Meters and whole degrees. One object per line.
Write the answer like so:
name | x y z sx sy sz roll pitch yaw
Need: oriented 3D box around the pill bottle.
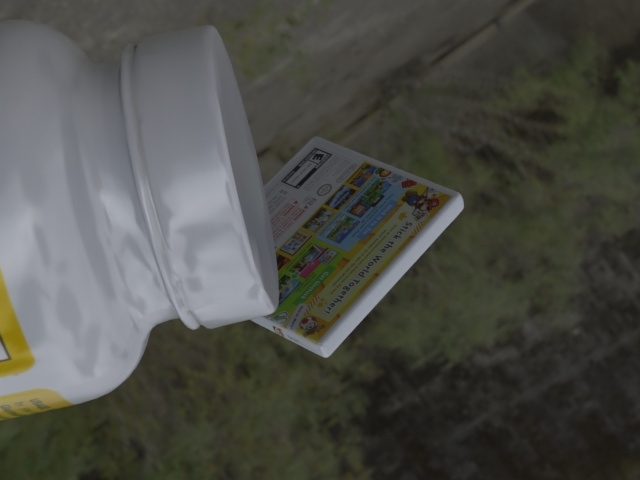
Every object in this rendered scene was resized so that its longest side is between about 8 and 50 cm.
pill bottle | -0.197 0.000 0.733 0.333 0.188 0.188 -12 179 3

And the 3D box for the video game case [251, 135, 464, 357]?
video game case | 0.000 0.000 1.555 0.227 0.206 0.026 -46 139 -24
